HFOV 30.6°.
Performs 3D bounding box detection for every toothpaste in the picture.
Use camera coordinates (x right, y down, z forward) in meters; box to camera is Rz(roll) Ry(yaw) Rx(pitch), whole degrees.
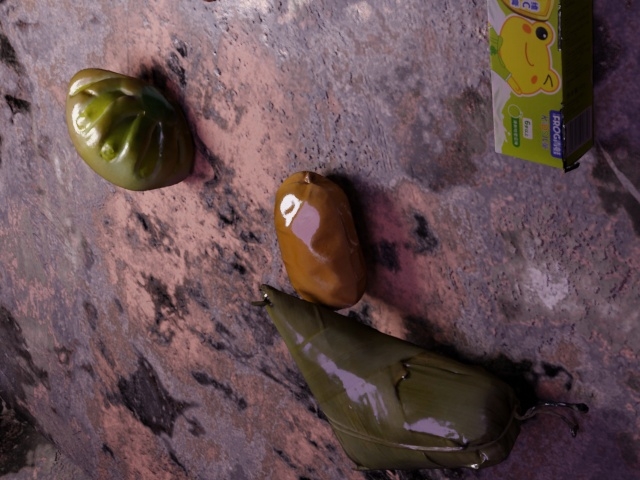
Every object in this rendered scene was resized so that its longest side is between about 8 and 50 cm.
[{"bbox_3d":[0.276,-0.249,1.466,0.110,0.077,0.328,19,130,38],"label":"toothpaste"}]

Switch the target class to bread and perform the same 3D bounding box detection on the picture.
[{"bbox_3d":[-0.336,-0.180,2.070,0.260,0.156,0.158,27,149,-28],"label":"bread"}]

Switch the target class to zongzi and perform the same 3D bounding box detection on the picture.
[{"bbox_3d":[0.142,0.208,1.817,0.447,0.181,0.418,-13,121,48],"label":"zongzi"}]

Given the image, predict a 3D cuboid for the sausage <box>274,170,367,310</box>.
[{"bbox_3d":[0.000,0.000,1.900,0.136,0.120,0.241,-2,117,34],"label":"sausage"}]
